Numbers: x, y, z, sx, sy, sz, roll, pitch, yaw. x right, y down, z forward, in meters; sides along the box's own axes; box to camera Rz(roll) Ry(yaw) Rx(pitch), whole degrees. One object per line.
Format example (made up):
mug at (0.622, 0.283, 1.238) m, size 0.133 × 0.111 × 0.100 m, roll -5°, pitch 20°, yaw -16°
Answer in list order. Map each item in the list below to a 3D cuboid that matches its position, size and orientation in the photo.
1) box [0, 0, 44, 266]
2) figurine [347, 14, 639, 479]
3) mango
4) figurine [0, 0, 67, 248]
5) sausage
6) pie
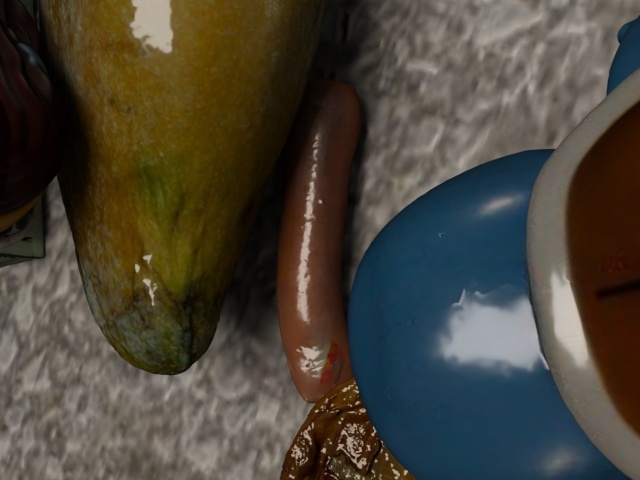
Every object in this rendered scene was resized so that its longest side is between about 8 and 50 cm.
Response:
box at (-0.295, -0.098, 0.657) m, size 0.117 × 0.225 × 0.225 m, roll -12°, pitch 78°, yaw 30°
figurine at (0.207, 0.012, 0.364) m, size 0.416 × 0.243 × 0.297 m, roll -22°, pitch 81°, yaw 49°
mango at (-0.074, -0.089, 0.556) m, size 0.193 × 0.146 × 0.316 m, roll -178°, pitch 90°, yaw -71°
figurine at (-0.218, -0.095, 0.512) m, size 0.240 × 0.175 × 0.115 m, roll 42°, pitch 128°, yaw 21°
sausage at (0.001, 0.000, 0.572) m, size 0.040 × 0.047 × 0.176 m, roll -11°, pitch 76°, yaw 63°
pie at (0.018, 0.138, 0.544) m, size 0.088 × 0.033 × 0.191 m, roll 14°, pitch 94°, yaw 22°
